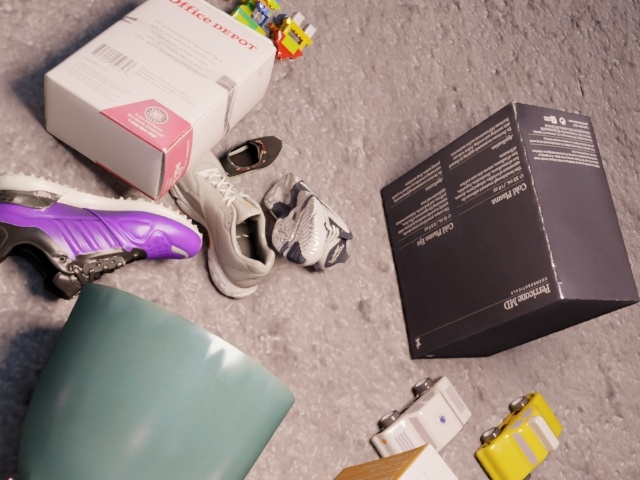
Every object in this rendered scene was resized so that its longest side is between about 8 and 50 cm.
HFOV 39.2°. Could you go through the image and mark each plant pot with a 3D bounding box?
[{"bbox_3d":[-0.212,0.226,1.058,0.293,0.293,0.235,34,69,-17],"label":"plant pot"}]

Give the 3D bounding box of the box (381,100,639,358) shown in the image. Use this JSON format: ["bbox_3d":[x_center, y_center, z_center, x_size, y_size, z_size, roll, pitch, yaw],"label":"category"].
[{"bbox_3d":[0.288,0.001,1.448,0.179,0.343,0.312,5,68,-33],"label":"box"}]

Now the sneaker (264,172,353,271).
[{"bbox_3d":[0.000,0.000,1.371,0.094,0.235,0.153,-47,116,5],"label":"sneaker"}]

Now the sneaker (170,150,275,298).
[{"bbox_3d":[-0.136,-0.053,1.327,0.099,0.121,0.262,-22,82,-38],"label":"sneaker"}]

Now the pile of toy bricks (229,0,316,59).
[{"bbox_3d":[-0.122,-0.381,1.511,0.212,0.118,0.105,41,80,-32],"label":"pile of toy bricks"}]

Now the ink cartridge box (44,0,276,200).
[{"bbox_3d":[-0.226,-0.222,1.305,0.207,0.117,0.283,32,52,9],"label":"ink cartridge box"}]

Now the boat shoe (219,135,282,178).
[{"bbox_3d":[-0.106,-0.138,1.438,0.133,0.042,0.049,-30,86,-40],"label":"boat shoe"}]

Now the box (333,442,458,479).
[{"bbox_3d":[0.034,0.448,1.159,0.345,0.215,0.168,-38,93,-39],"label":"box"}]

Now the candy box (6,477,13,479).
[{"bbox_3d":[-0.385,0.367,0.894,0.071,0.159,0.233,46,27,-10],"label":"candy box"}]

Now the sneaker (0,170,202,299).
[{"bbox_3d":[-0.306,0.014,1.205,0.293,0.102,0.146,13,67,-24],"label":"sneaker"}]

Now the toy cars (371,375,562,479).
[{"bbox_3d":[0.263,0.307,1.457,0.394,0.087,0.176,14,62,-29],"label":"toy cars"}]
